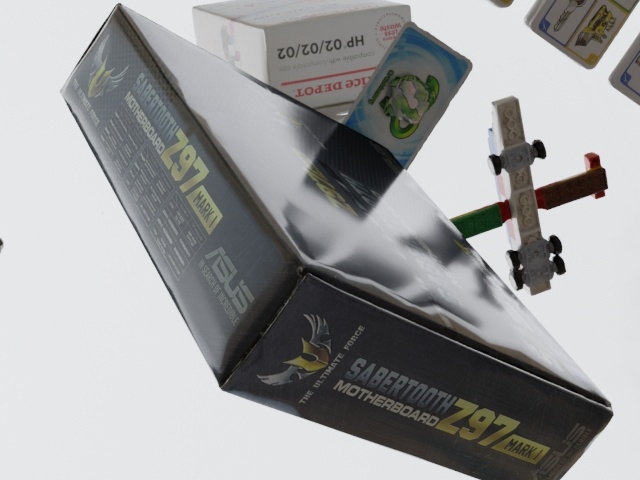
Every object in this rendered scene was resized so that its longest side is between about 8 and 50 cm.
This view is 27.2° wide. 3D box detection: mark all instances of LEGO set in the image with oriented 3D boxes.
[{"bbox_3d":[0.103,-0.075,0.760,0.182,0.060,0.244,29,-81,-25],"label":"LEGO set"}]

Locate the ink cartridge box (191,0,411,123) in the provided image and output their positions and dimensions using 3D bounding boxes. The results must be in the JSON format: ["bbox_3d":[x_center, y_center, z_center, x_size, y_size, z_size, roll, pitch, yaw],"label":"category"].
[{"bbox_3d":[-0.006,-0.125,0.877,0.104,0.181,0.062,-13,-70,-21],"label":"ink cartridge box"}]

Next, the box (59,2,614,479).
[{"bbox_3d":[0.000,0.000,0.582,0.183,0.233,0.059,24,-72,-37],"label":"box"}]

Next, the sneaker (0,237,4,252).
[{"bbox_3d":[-0.267,0.033,0.766,0.130,0.087,0.228,34,-105,-28],"label":"sneaker"}]
